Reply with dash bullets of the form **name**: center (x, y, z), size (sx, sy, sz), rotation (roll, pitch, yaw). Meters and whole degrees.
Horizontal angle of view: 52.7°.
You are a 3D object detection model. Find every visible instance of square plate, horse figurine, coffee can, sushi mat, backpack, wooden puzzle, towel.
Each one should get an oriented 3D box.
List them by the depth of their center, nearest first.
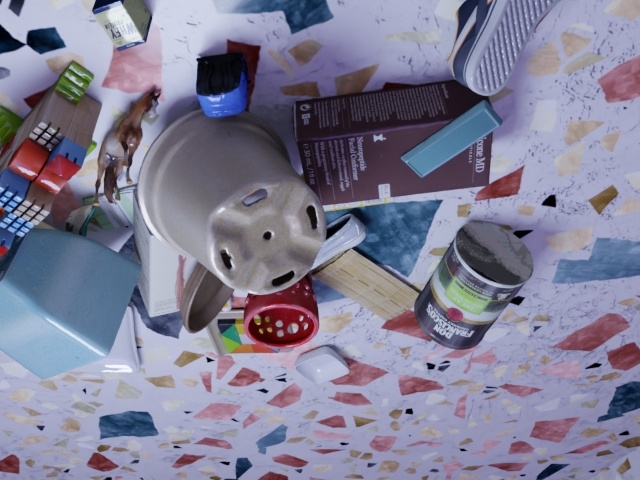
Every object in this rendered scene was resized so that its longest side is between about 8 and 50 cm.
- **backpack**: center (-0.177, -0.282, 1.214), size (0.098, 0.120, 0.101), rotation (-11, 137, 7)
- **horse figurine**: center (-0.406, -0.173, 1.315), size (0.066, 0.174, 0.263), rotation (14, 149, -30)
- **towel**: center (-0.461, -0.071, 1.505), size (0.152, 0.023, 0.113), rotation (-12, 136, 10)
- **coffee can**: center (0.378, 0.116, 1.626), size (0.202, 0.201, 0.275), rotation (8, 136, -12)
- **sushi mat**: center (0.134, 0.124, 1.755), size (0.151, 0.019, 0.316), rotation (-35, 129, 29)
- **square plate**: center (-0.701, 0.271, 1.852), size (0.347, 0.049, 0.344), rotation (3, 138, -7)
- **wooden puzzle**: center (-0.205, 0.274, 1.885), size (0.239, 0.044, 0.221), rotation (-6, 138, 3)

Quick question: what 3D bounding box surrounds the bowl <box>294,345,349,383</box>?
- **bowl**: center (0.003, 0.380, 2.007), size (0.142, 0.053, 0.142), rotation (-25, 134, 22)

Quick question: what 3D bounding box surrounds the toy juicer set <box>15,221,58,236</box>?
- **toy juicer set**: center (-0.679, -0.005, 1.518), size (0.329, 0.089, 0.209), rotation (-11, 137, 25)

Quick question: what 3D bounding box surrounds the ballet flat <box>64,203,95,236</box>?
- **ballet flat**: center (-0.564, -0.040, 1.496), size (0.052, 0.057, 0.168), rotation (28, 142, -13)

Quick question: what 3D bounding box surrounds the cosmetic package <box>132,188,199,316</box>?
- **cosmetic package**: center (-0.355, 0.025, 1.504), size (0.129, 0.153, 0.296), rotation (-12, 144, -24)

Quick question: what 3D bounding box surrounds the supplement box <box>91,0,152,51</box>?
- **supplement box**: center (-0.339, -0.389, 1.113), size (0.056, 0.083, 0.083), rotation (-14, 138, 13)

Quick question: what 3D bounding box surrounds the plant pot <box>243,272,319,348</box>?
- **plant pot**: center (-0.100, 0.157, 1.664), size (0.191, 0.174, 0.191), rotation (-1, 138, -1)

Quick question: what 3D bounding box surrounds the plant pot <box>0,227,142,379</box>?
- **plant pot**: center (-0.589, 0.113, 1.394), size (0.248, 0.247, 0.252), rotation (-21, 132, 32)

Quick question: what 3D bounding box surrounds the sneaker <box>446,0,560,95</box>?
- **sneaker**: center (0.322, -0.414, 1.107), size (0.126, 0.127, 0.321), rotation (22, 108, -33)

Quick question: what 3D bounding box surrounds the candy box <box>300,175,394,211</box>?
- **candy box**: center (0.063, -0.117, 1.478), size (0.206, 0.027, 0.105), rotation (-7, 135, 5)

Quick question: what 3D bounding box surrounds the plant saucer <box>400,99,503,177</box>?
- **plant saucer**: center (0.247, -0.186, 1.221), size (0.192, 0.018, 0.067), rotation (-34, 127, 26)

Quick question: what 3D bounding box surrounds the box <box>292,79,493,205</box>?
- **box**: center (0.147, -0.195, 1.317), size (0.382, 0.143, 0.191), rotation (-8, 137, 4)

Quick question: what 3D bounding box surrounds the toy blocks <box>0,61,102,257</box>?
- **toy blocks**: center (-0.569, -0.131, 1.256), size (0.381, 0.260, 0.191), rotation (-33, 130, 29)

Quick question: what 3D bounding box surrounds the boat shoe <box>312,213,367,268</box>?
- **boat shoe**: center (0.000, 0.000, 1.578), size (0.228, 0.079, 0.081), rotation (-28, 123, 19)

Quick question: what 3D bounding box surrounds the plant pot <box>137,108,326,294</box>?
- **plant pot**: center (-0.151, -0.059, 1.229), size (0.334, 0.305, 0.333), rotation (-11, 116, -23)

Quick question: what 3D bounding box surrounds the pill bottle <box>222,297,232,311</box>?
- **pill bottle**: center (-0.265, 0.157, 1.752), size (0.043, 0.043, 0.083), rotation (-7, 137, 5)

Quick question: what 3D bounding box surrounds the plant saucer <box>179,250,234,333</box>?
- **plant saucer**: center (-0.252, 0.092, 1.543), size (0.041, 0.278, 0.278), rotation (28, 137, 10)
